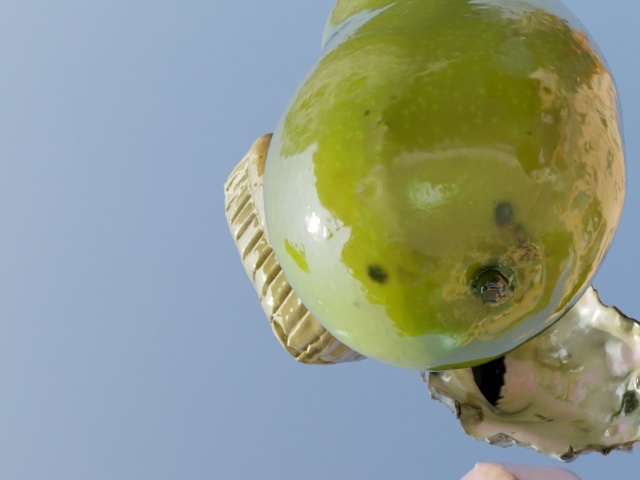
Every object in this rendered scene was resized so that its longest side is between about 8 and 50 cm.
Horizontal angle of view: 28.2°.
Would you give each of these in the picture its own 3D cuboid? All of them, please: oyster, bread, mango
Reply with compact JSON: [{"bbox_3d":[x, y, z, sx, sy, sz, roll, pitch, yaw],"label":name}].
[{"bbox_3d":[0.136,0.091,0.847,0.209,0.072,0.132,6,-123,36],"label":"oyster"},{"bbox_3d":[0.000,0.000,1.185,0.140,0.106,0.236,8,-136,-37],"label":"bread"},{"bbox_3d":[0.060,-0.055,0.635,0.175,0.143,0.293,-10,-144,9],"label":"mango"}]

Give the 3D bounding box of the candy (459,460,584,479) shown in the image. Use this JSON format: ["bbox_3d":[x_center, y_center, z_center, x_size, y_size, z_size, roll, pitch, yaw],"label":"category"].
[{"bbox_3d":[0.161,0.302,1.061,0.094,0.255,0.255,7,-123,-13],"label":"candy"}]
